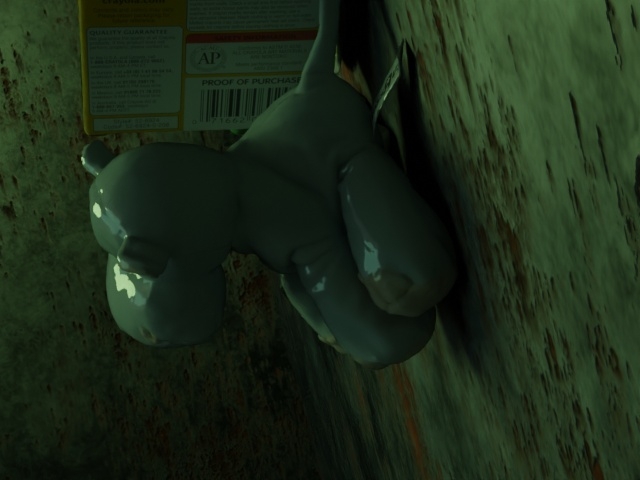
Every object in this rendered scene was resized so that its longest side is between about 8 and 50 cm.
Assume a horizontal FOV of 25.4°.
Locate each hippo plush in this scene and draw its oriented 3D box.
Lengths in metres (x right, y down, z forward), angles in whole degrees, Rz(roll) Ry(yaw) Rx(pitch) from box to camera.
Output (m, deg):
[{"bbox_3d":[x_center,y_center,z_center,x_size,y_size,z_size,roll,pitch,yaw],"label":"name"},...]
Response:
[{"bbox_3d":[-0.048,-0.004,1.092,0.234,0.237,0.294,53,149,39],"label":"hippo plush"}]

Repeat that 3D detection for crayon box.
[{"bbox_3d":[-0.093,-0.226,1.138,0.323,0.203,0.083,99,165,-50],"label":"crayon box"}]

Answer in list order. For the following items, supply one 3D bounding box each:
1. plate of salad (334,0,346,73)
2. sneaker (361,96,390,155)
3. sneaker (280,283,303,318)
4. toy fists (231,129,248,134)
[{"bbox_3d":[-0.018,-0.249,1.313,0.200,0.048,0.199,165,90,-84],"label":"plate of salad"},{"bbox_3d":[0.026,-0.076,1.275,0.152,0.058,0.084,-129,33,-61],"label":"sneaker"},{"bbox_3d":[0.000,0.000,1.523,0.283,0.107,0.124,100,161,-76],"label":"sneaker"},{"bbox_3d":[-0.085,-0.248,1.484,0.096,0.142,0.279,147,109,-84],"label":"toy fists"}]
